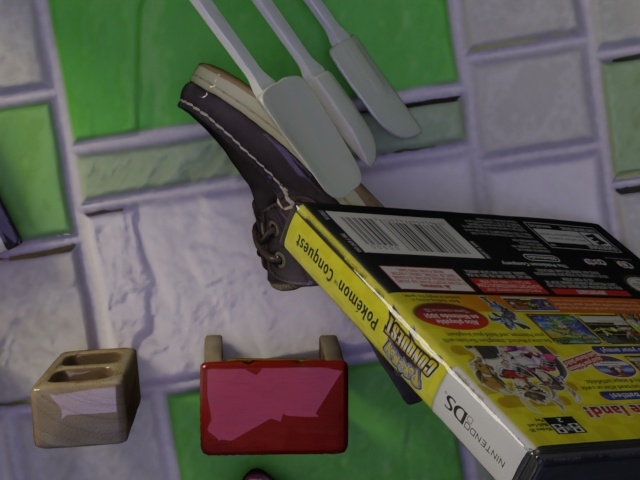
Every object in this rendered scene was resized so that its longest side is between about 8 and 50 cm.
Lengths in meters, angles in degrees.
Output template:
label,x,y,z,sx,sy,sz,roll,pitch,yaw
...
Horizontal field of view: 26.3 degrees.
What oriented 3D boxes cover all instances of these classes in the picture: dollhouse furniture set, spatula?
label,x,y,z,sx,sy,sz,roll,pitch,yaw
dollhouse furniture set,-0.167,0.178,0.930,0.374,0.152,0.201,-1,97,-2
spatula,-0.030,-0.147,0.899,0.019,0.168,0.242,-33,94,35

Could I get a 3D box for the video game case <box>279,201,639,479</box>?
label,x,y,z,sx,sy,sz,roll,pitch,yaw
video game case,0.147,0.059,0.827,0.275,0.248,0.035,3,120,-37

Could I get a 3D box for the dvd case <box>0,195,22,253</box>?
label,x,y,z,sx,sy,sz,roll,pitch,yaw
dvd case,-0.345,-0.027,0.966,0.221,0.018,0.164,-24,96,2

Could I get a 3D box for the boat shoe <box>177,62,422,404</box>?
label,x,y,z,sx,sy,sz,roll,pitch,yaw
boat shoe,0.000,0.000,0.942,0.285,0.103,0.092,44,89,-12
